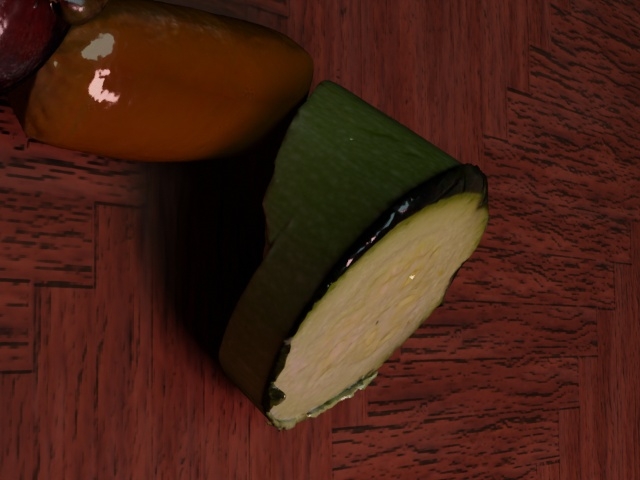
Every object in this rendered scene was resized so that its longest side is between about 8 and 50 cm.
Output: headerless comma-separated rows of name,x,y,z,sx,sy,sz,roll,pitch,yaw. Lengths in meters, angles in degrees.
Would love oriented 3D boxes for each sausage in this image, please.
sausage,-0.091,-0.092,0.816,0.238,0.098,0.098,-4,91,-59

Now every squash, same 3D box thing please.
squash,0.001,0.014,0.905,0.220,0.133,0.220,-49,163,-21

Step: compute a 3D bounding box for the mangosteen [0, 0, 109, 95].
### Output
mangosteen,-0.172,-0.137,0.650,0.152,0.152,0.152,7,81,-55
